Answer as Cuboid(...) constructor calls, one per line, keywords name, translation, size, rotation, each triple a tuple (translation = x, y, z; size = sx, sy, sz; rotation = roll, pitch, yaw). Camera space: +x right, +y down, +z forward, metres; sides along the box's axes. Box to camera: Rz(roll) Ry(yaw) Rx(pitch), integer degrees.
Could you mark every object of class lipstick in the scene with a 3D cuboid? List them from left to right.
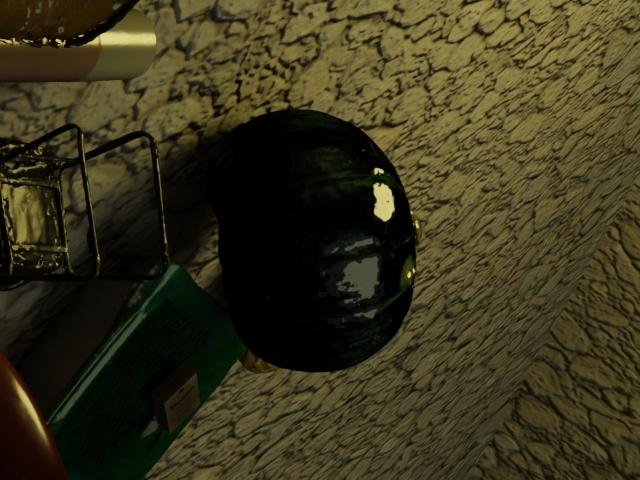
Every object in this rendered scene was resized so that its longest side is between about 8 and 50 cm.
Cuboid(name="lipstick", translation=(-0.240, -0.173, 1.662), size=(0.254, 0.070, 0.070), rotation=(-10, 133, -61))

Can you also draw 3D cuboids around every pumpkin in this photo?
Cuboid(name="pumpkin", translation=(0.000, 0.000, 2.127), size=(0.238, 0.315, 0.315), rotation=(-14, 149, -9))

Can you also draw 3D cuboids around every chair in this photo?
Cuboid(name="chair", translation=(-0.276, -0.020, 1.798), size=(0.140, 0.221, 0.145), rotation=(2, 80, -65))

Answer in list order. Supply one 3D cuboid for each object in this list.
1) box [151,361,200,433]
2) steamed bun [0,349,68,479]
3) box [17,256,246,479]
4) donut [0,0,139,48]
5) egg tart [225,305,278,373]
Cuboid(name="box", translation=(-0.164, 0.180, 2.165), size=(0.053, 0.024, 0.083), rotation=(-44, 157, -24))
Cuboid(name="steamed bun", translation=(-0.357, 0.233, 1.667), size=(0.235, 0.248, 0.379), rotation=(-30, 118, -41))
Cuboid(name="box", translation=(-0.228, 0.144, 2.154), size=(0.264, 0.106, 0.337), rotation=(-51, 160, -5))
Cuboid(name="donut", translation=(-0.224, -0.275, 1.494), size=(0.272, 0.107, 0.272), rotation=(-41, 150, -29))
Cuboid(name="egg tart", translation=(-0.040, 0.059, 2.423), size=(0.241, 0.106, 0.241), rotation=(-47, 159, -24))
